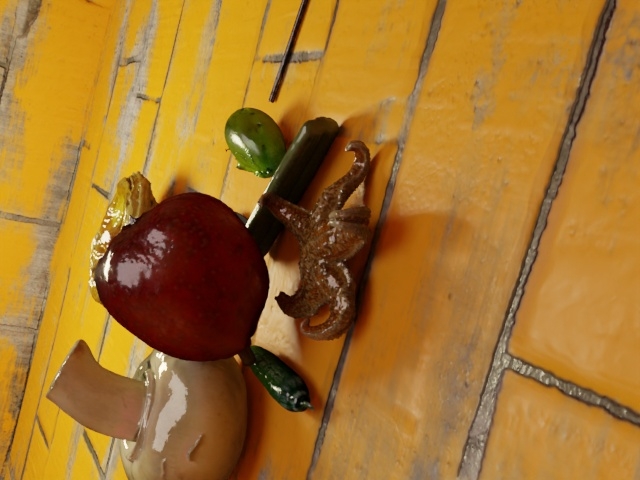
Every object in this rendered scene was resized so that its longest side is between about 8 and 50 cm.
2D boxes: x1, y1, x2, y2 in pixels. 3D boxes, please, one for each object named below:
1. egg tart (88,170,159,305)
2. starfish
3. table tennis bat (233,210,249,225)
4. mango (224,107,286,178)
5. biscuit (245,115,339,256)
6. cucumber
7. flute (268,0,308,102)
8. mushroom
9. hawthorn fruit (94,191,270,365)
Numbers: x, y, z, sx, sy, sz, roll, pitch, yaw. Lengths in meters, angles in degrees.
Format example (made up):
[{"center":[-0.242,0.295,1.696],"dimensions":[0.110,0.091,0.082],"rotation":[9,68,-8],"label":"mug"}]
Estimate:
[{"center":[-0.469,0.002,2.056],"dimensions":[0.352,0.150,0.351],"rotation":[-43,38,47],"label":"egg tart"},{"center":[-0.003,-0.003,1.243],"dimensions":[0.303,0.113,0.312],"rotation":[43,120,59],"label":"starfish"},{"center":[-0.253,0.013,1.664],"dimensions":[0.301,0.022,0.173],"rotation":[5,68,40],"label":"table tennis bat"},{"center":[-0.116,-0.180,1.537],"dimensions":[0.178,0.100,0.119],"rotation":[49,159,47],"label":"mango"},{"center":[-0.061,-0.077,1.406],"dimensions":[0.038,0.099,0.322],"rotation":[46,124,19],"label":"biscuit"},{"center":[-0.065,0.227,1.320],"dimensions":[0.250,0.056,0.056],"rotation":[31,106,63],"label":"cucumber"},{"center":[-0.053,-0.394,1.588],"dimensions":[0.014,0.014,0.269],"rotation":[45,119,58],"label":"flute"},{"center":[-0.273,0.296,1.484],"dimensions":[0.356,0.315,0.315],"rotation":[43,123,19],"label":"mushroom"},{"center":[-0.200,0.078,1.332],"dimensions":[0.307,0.265,0.265],"rotation":[52,140,1],"label":"hawthorn fruit"}]
